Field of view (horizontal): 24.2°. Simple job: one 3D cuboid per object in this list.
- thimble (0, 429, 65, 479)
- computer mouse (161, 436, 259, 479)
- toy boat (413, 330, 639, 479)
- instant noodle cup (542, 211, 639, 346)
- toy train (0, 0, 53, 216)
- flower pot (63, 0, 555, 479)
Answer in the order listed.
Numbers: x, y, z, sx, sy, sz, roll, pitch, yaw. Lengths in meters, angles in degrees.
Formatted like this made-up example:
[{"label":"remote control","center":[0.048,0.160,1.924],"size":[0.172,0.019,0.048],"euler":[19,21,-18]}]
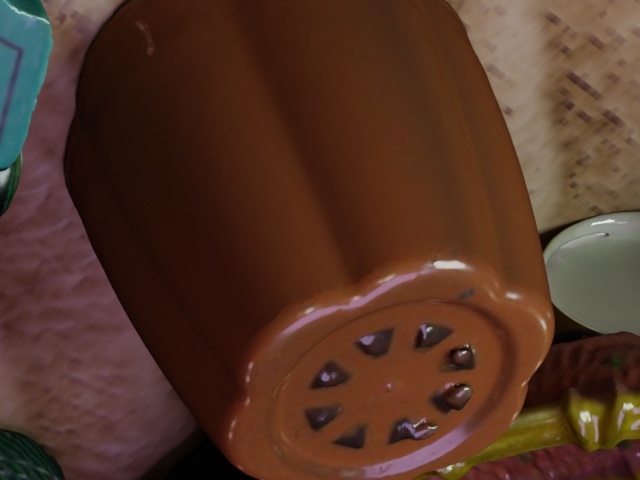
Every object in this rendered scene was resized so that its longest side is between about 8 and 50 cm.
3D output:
[{"label":"thimble","center":[-0.183,0.157,0.729],"size":[0.135,0.090,0.118],"euler":[17,121,-32]},{"label":"computer mouse","center":[-0.038,0.196,0.813],"size":[0.269,0.100,0.170],"euler":[-48,121,6]},{"label":"toy boat","center":[0.076,0.109,0.668],"size":[0.318,0.099,0.141],"euler":[-26,154,24]},{"label":"instant noodle cup","center":[0.162,0.065,0.756],"size":[0.151,0.151,0.122],"euler":[-13,126,-11]},{"label":"toy train","center":[-0.192,-0.061,0.511],"size":[0.197,0.107,0.154],"euler":[8,121,-29]},{"label":"flower pot","center":[0.000,0.000,0.599],"size":[0.190,0.173,0.191],"euler":[-11,133,-11]}]
